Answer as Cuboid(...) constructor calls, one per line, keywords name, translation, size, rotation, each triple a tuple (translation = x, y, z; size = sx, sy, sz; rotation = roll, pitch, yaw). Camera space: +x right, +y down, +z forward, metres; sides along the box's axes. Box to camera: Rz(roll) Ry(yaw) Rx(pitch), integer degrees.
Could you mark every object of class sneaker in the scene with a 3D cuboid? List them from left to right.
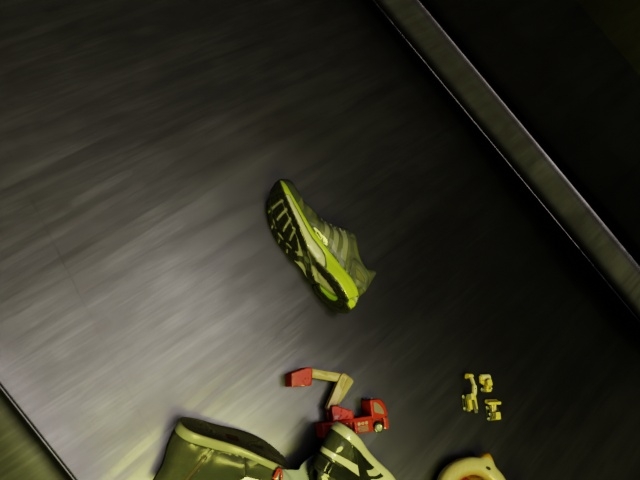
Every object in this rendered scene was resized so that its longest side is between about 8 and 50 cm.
Cuboid(name="sneaker", translation=(-0.166, 0.390, 0.817), size=(0.221, 0.083, 0.118), rotation=(28, 87, -20))
Cuboid(name="sneaker", translation=(0.000, 0.000, 0.992), size=(0.121, 0.111, 0.300), rotation=(-34, 92, -36))
Cuboid(name="sneaker", translation=(0.050, 0.429, 0.852), size=(0.121, 0.079, 0.217), rotation=(-47, 118, -23))

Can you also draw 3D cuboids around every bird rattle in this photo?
Cuboid(name="bird rattle", translation=(0.299, 0.536, 0.933), size=(0.253, 0.143, 0.207), rotation=(-18, 68, -11))

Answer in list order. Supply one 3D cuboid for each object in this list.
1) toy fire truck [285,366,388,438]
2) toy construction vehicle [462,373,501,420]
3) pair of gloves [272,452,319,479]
Cuboid(name="toy fire truck", translation=(0.034, 0.307, 0.923), size=(0.191, 0.047, 0.136), rotation=(-1, 74, -20))
Cuboid(name="toy construction vehicle", translation=(0.351, 0.338, 1.038), size=(0.085, 0.035, 0.098), rotation=(7, 71, -18))
Cuboid(name="pair of gloves", translation=(-0.025, 0.473, 0.831), size=(0.159, 0.023, 0.199), rotation=(16, 73, -40))
